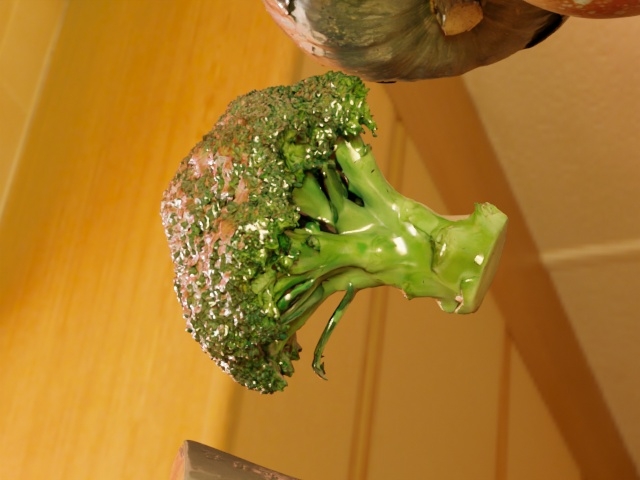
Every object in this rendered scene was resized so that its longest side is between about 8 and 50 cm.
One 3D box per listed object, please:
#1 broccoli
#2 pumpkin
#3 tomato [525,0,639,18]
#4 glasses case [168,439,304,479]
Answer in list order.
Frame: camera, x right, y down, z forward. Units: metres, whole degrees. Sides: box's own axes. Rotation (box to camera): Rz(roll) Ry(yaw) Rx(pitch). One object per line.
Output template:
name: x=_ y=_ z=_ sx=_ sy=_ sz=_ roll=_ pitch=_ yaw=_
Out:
broccoli: x=0.000 y=0.000 z=1.239 sx=0.297 sy=0.297 sz=0.297 roll=17 pitch=-34 yaw=13
pumpkin: x=0.094 y=-0.290 z=1.323 sx=0.327 sy=0.257 sz=0.291 roll=-25 pitch=-37 yaw=18
tomato: x=0.193 y=-0.283 z=1.019 sx=0.270 sy=0.270 sz=0.222 roll=32 pitch=-46 yaw=-30
glasses case: x=0.012 y=0.158 z=0.729 sx=0.190 sy=0.072 sz=0.042 roll=21 pitch=-68 yaw=-7
